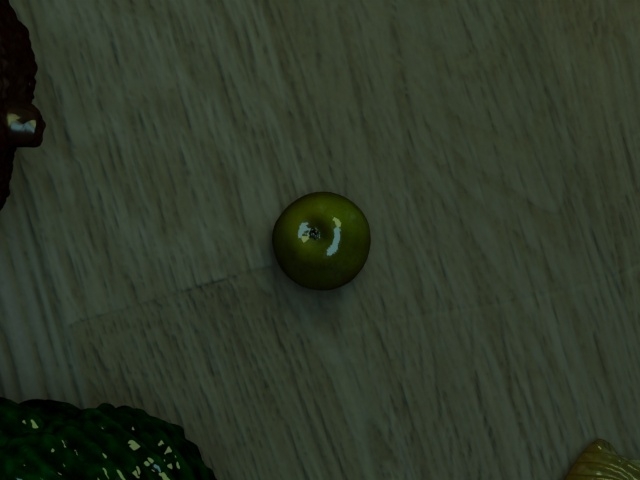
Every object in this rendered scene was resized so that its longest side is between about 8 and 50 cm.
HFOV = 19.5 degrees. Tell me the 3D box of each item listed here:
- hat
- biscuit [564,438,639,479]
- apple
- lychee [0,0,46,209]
[{"bbox_3d":[-0.243,0.197,1.553,0.242,0.274,0.332,-42,65,-10],"label":"hat"},{"bbox_3d":[0.301,0.290,1.656,0.228,0.031,0.176,34,77,19],"label":"biscuit"},{"bbox_3d":[0.000,0.000,1.664,0.090,0.074,0.089,-2,81,13],"label":"apple"},{"bbox_3d":[-0.352,-0.117,1.541,0.261,0.260,0.260,1,85,-7],"label":"lychee"}]
